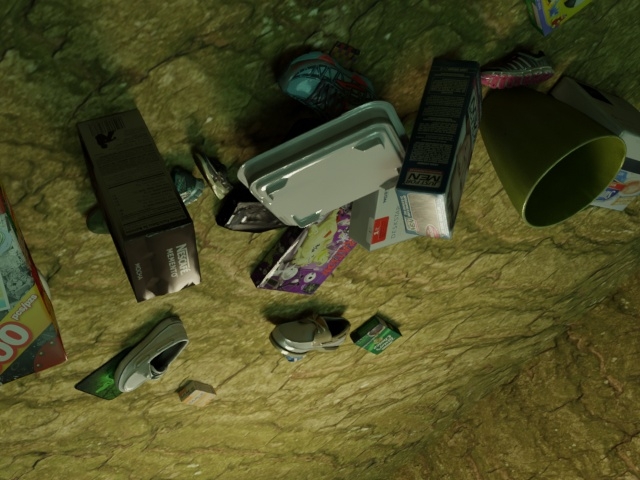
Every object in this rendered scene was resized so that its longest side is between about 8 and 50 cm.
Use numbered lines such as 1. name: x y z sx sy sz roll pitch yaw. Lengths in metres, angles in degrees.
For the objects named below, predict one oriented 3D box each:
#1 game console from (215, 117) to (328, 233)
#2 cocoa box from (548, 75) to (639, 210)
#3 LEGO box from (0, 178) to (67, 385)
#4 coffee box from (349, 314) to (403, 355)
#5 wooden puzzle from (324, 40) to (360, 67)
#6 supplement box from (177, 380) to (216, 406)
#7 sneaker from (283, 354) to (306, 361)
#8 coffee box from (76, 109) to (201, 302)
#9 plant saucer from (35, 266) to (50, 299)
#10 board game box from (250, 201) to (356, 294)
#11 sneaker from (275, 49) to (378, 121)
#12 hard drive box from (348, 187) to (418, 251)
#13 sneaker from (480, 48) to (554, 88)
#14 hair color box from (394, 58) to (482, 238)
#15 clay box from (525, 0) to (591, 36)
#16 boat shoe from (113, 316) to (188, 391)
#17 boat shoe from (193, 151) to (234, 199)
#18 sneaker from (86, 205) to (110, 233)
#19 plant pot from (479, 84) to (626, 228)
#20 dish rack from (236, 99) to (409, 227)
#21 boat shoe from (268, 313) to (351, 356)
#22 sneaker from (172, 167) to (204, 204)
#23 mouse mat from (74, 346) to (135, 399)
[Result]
1. game console: -0.068 -0.129 1.563 0.213 0.044 0.361 -3 148 -36
2. cocoa box: 0.721 -0.243 1.917 0.347 0.231 0.228 5 132 -42
3. LEGO box: -0.718 0.098 1.167 0.500 0.193 0.372 -20 126 -17
4. coffee box: 0.184 0.311 2.369 0.113 0.040 0.184 -39 145 10
5. wooden puzzle: 0.039 -0.362 1.432 0.083 0.006 0.049 8 130 -43
6. supplement box: -0.357 0.446 2.120 0.062 0.036 0.098 -41 145 12
7. sneaker: -0.087 0.323 2.163 0.059 0.053 0.144 -28 145 -2
8. coffee box: -0.317 -0.064 1.271 0.119 0.297 0.168 -18 144 -19
9. plant saucer: -0.730 0.180 1.436 0.401 0.100 0.400 -20 144 -15
10. board game box: 0.000 0.000 1.830 0.208 0.056 0.347 7 130 -49
11. sneaker: 0.033 -0.281 1.418 0.262 0.125 0.104 7 136 -43
12. hard drive box: 0.190 -0.093 1.759 0.232 0.089 0.181 -17 128 -33
13. sneaker: 0.442 -0.395 1.665 0.170 0.074 0.063 -6 162 1
14. hair color box: 0.257 -0.195 1.539 0.105 0.347 0.174 9 152 20
15. clay box: 0.542 -0.551 1.548 0.222 0.053 0.127 -36 146 8
16. boat shoe: -0.426 0.306 1.837 0.095 0.084 0.258 15 122 -49
17. boat shoe: -0.214 -0.139 1.481 0.049 0.056 0.152 -35 157 -7
18. sneaker: -0.365 -0.043 1.409 0.192 0.086 0.064 -13 119 2
19. plant pot: 0.503 -0.227 1.712 0.275 0.293 0.274 -21 144 -16
20. dish rack: 0.026 -0.133 1.481 0.333 0.072 0.285 -23 156 11
21. boat shoe: -0.026 0.259 2.089 0.103 0.113 0.302 -49 153 22
22. sneaker: -0.315 -0.085 1.474 0.166 0.065 0.076 -42 129 9
23. mouse mat: -0.520 0.348 1.896 0.190 0.007 0.152 -37 146 6
